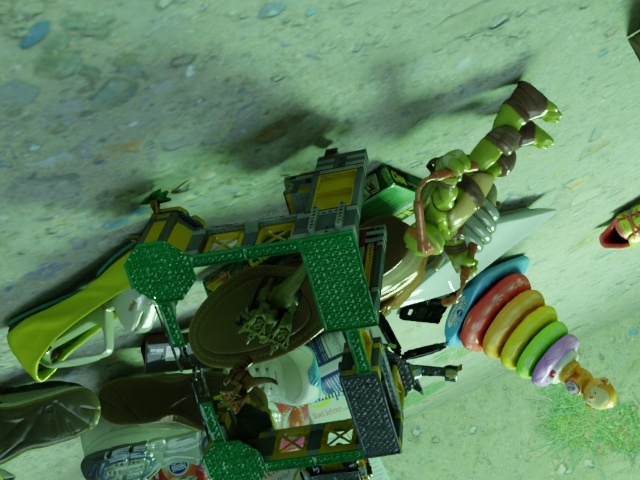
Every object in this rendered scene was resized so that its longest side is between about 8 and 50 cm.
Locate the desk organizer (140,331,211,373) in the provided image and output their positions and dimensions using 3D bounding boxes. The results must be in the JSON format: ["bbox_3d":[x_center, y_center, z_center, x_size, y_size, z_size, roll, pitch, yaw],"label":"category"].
[{"bbox_3d":[-0.161,0.130,1.309,0.130,0.050,0.047,-3,122,-18],"label":"desk organizer"}]

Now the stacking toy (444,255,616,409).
[{"bbox_3d":[0.371,0.182,1.741,0.165,0.302,0.175,-19,140,-43],"label":"stacking toy"}]

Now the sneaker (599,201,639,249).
[{"bbox_3d":[0.566,-0.031,1.806,0.094,0.081,0.208,-14,160,-27],"label":"sneaker"}]

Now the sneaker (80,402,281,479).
[{"bbox_3d":[-0.200,0.259,1.477,0.297,0.129,0.111,-4,128,-23],"label":"sneaker"}]

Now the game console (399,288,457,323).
[{"bbox_3d":[0.194,0.093,1.764,0.107,0.071,0.122,6,159,0],"label":"game console"}]

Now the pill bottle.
[{"bbox_3d":[0.034,0.188,1.678,0.169,0.094,0.094,-26,163,3],"label":"pill bottle"}]

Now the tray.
[{"bbox_3d":[0.223,0.021,1.564,0.145,0.030,0.270,-11,158,-37],"label":"tray"}]

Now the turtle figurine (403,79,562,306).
[{"bbox_3d":[0.153,-0.051,1.072,0.217,0.087,0.269,-48,151,-13],"label":"turtle figurine"}]

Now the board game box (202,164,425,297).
[{"bbox_3d":[0.000,0.000,1.196,0.259,0.030,0.136,-32,160,20],"label":"board game box"}]

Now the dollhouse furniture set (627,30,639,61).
[{"bbox_3d":[0.483,-0.087,1.049,0.173,0.356,0.303,-30,-159,18],"label":"dollhouse furniture set"}]

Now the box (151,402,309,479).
[{"bbox_3d":[-0.143,0.311,1.677,0.128,0.123,0.256,-4,180,40],"label":"box"}]

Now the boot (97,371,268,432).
[{"bbox_3d":[-0.183,0.208,1.350,0.213,0.077,0.165,3,173,-12],"label":"boot"}]

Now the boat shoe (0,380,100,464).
[{"bbox_3d":[-0.375,0.215,1.218,0.223,0.080,0.073,-11,-168,-23],"label":"boat shoe"}]

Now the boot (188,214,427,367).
[{"bbox_3d":[-0.002,0.069,1.205,0.283,0.109,0.220,-35,165,2],"label":"boot"}]

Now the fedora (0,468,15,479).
[{"bbox_3d":[-0.560,0.441,1.536,0.243,0.124,0.275,-10,157,-39],"label":"fedora"}]

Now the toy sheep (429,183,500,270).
[{"bbox_3d":[0.173,-0.019,1.278,0.132,0.091,0.091,-50,163,-4],"label":"toy sheep"}]

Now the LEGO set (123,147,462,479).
[{"bbox_3d":[-0.029,0.062,0.987,0.254,0.331,0.192,-17,-154,16],"label":"LEGO set"}]

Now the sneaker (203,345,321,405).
[{"bbox_3d":[-0.081,0.192,1.443,0.092,0.087,0.228,-9,180,-36],"label":"sneaker"}]

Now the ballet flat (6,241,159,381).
[{"bbox_3d":[-0.208,0.068,1.020,0.231,0.077,0.077,-30,161,15],"label":"ballet flat"}]

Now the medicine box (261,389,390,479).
[{"bbox_3d":[-0.048,0.406,1.868,0.263,0.289,0.149,-36,162,29],"label":"medicine box"}]

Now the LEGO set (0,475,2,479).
[{"bbox_3d":[-0.438,0.363,1.389,0.132,0.107,0.287,-30,149,-11],"label":"LEGO set"}]
